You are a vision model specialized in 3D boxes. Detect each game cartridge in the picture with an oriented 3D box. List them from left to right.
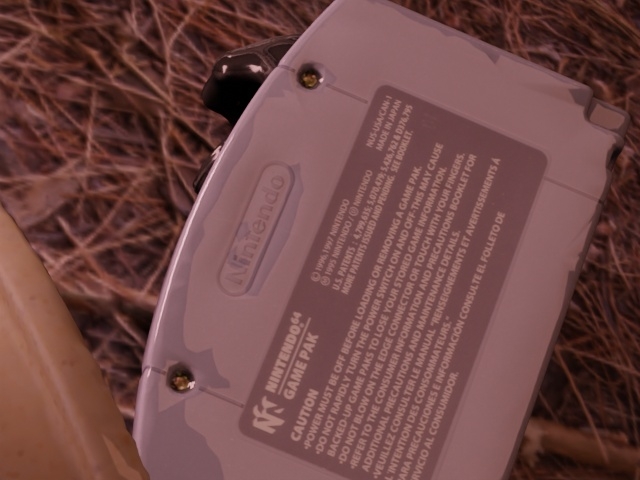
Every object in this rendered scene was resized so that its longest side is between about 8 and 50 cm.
[{"bbox_3d":[0.024,0.025,0.909,0.198,0.062,0.297,22,70,2],"label":"game cartridge"}]

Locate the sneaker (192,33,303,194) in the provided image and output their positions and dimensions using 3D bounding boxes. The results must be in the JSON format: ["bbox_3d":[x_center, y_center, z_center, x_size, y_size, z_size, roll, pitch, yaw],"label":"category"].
[{"bbox_3d":[0.000,0.000,0.993,0.135,0.097,0.276,-4,67,-20],"label":"sneaker"}]

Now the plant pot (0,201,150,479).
[{"bbox_3d":[-0.220,0.167,0.507,0.305,0.334,0.334,-15,64,-24],"label":"plant pot"}]
